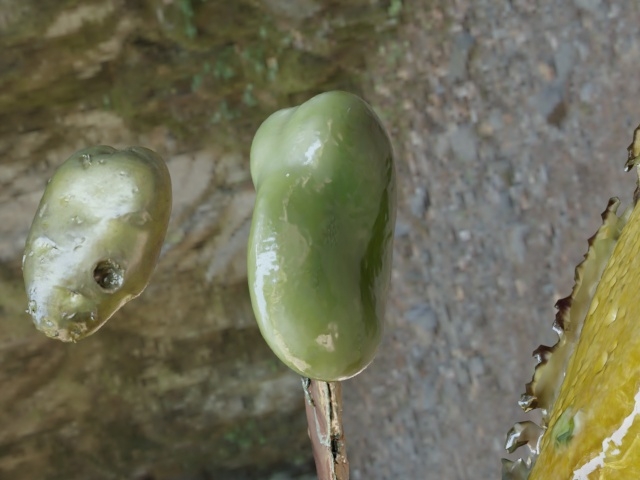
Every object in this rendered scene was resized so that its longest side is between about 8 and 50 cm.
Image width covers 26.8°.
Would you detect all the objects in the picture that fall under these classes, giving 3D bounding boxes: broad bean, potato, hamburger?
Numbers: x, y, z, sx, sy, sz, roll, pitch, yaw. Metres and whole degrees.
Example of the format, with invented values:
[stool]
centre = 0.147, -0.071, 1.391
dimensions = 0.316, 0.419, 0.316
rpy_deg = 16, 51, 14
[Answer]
[broad bean]
centre = 0.000, 0.000, 1.221
dimensions = 0.189, 0.121, 0.263
rpy_deg = 29, -118, -51
[potato]
centre = -0.317, 0.000, 1.885
dimensions = 0.296, 0.192, 0.141
rpy_deg = -67, -19, -12
[hamburger]
centre = 0.322, 0.031, 0.842
dimensions = 0.445, 0.268, 0.287
rpy_deg = -60, 1, -25

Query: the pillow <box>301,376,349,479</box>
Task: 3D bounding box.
[pillow]
centre = 0.000, 0.159, 1.341
dimensions = 0.126, 0.043, 0.232
rpy_deg = -104, 7, -53
